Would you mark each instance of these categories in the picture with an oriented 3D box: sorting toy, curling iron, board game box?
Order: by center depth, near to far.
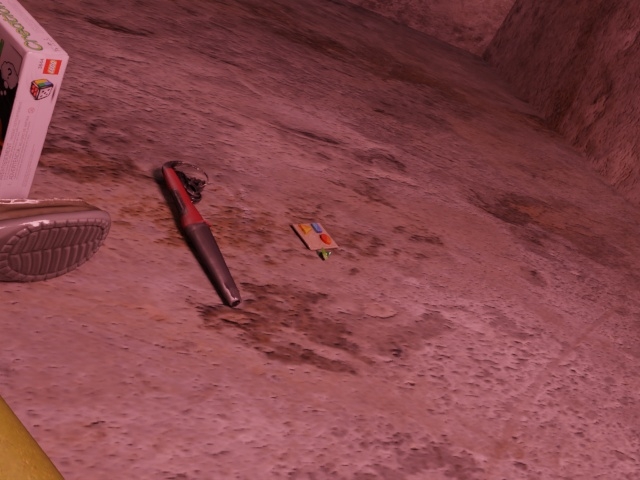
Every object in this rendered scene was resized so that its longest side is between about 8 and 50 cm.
[{"bbox_3d":[-0.415,-0.215,0.806,0.305,0.193,0.053,44,32,24],"label":"board game box"},{"bbox_3d":[-0.152,-0.020,0.898,0.068,0.035,0.274,7,37,-35],"label":"curling iron"},{"bbox_3d":[0.000,0.000,1.025,0.062,0.012,0.083,-1,41,-43],"label":"sorting toy"}]

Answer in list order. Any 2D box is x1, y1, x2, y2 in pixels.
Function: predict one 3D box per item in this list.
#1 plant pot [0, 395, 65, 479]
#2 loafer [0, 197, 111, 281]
[{"bbox_3d":[-0.167,0.243,0.295,0.293,0.275,0.275,46,29,-5],"label":"plant pot"},{"bbox_3d":[-0.326,-0.012,0.672,0.251,0.094,0.087,-9,52,-48],"label":"loafer"}]
